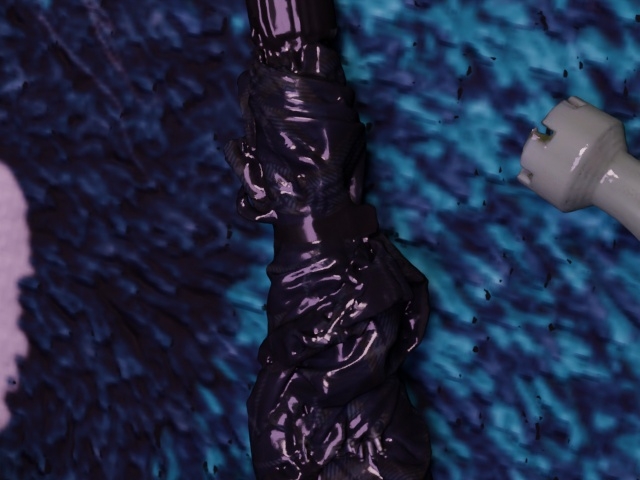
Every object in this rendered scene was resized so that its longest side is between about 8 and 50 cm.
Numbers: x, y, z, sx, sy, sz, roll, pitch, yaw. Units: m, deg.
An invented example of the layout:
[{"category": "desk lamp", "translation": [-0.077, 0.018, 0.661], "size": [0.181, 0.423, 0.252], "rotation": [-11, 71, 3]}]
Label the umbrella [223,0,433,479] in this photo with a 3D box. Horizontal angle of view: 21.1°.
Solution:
[{"category": "umbrella", "translation": [0.002, 0.000, 0.709], "size": [0.080, 0.071, 0.224], "rotation": [-7, 93, -5]}]

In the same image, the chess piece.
[{"category": "chess piece", "translation": [0.128, -0.013, 0.658], "size": [0.103, 0.067, 0.067], "rotation": [36, 112, 22]}]
